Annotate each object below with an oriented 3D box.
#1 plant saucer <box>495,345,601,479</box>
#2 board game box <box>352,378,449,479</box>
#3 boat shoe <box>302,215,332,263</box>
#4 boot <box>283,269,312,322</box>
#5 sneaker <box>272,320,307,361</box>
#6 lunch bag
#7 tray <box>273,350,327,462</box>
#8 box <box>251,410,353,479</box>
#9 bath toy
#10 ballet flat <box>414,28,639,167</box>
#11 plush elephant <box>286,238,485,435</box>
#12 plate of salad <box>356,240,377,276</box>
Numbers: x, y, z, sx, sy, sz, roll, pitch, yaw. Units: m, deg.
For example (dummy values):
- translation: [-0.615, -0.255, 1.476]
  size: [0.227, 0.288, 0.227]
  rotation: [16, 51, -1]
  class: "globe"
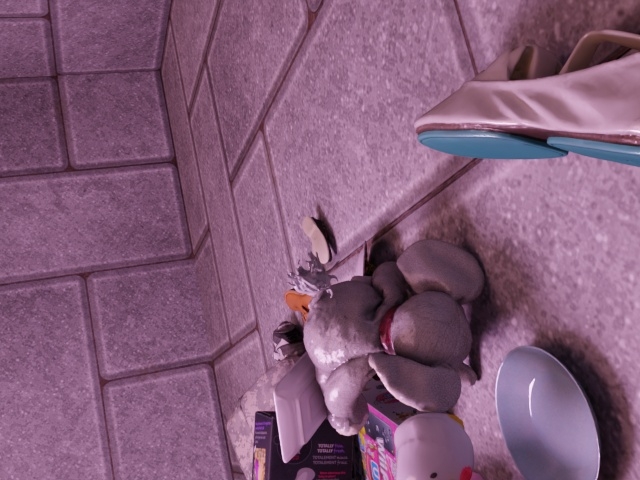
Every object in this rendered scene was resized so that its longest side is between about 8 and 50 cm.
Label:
- translation: [0.286, 0.222, 0.847]
  size: [0.195, 0.037, 0.195]
  rotation: [172, 90, -69]
  class: "plant saucer"
- translation: [0.131, 0.385, 1.252]
  size: [0.303, 0.097, 0.224]
  rotation: [-170, 72, -69]
  class: "board game box"
- translation: [0.001, -0.001, 1.544]
  size: [0.049, 0.042, 0.133]
  rotation: [-52, 44, 29]
  class: "boat shoe"
- translation: [-0.025, 0.174, 1.641]
  size: [0.197, 0.073, 0.152]
  rotation: [116, 137, -61]
  class: "boot"
- translation: [-0.084, 0.266, 1.820]
  size: [0.234, 0.078, 0.106]
  rotation: [154, 105, -71]
  class: "sneaker"
- translation: [-0.059, 0.458, 1.638]
  size: [0.256, 0.212, 0.305]
  rotation: [-62, 40, 32]
  class: "lunch bag"
- translation: [0.008, 0.235, 1.151]
  size: [0.030, 0.270, 0.145]
  rotation: [8, 117, 26]
  class: "tray"
- translation: [-0.039, 0.465, 1.299]
  size: [0.143, 0.165, 0.270]
  rotation: [156, 119, -70]
  class: "box"
- translation: [0.189, 0.378, 0.885]
  size: [0.151, 0.129, 0.348]
  rotation: [-8, 120, 36]
  class: "bath toy"
- translation: [0.248, -0.146, 0.719]
  size: [0.400, 0.139, 0.139]
  rotation: [-160, 64, -63]
  class: "ballet flat"
- translation: [0.122, 0.144, 1.018]
  size: [0.255, 0.272, 0.330]
  rotation: [13, 152, 32]
  class: "plush elephant"
- translation: [0.092, 0.099, 1.275]
  size: [0.200, 0.048, 0.200]
  rotation: [1, -90, -84]
  class: "plate of salad"
